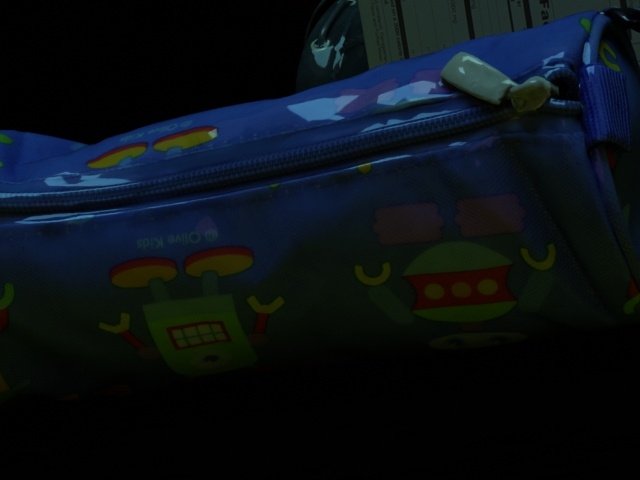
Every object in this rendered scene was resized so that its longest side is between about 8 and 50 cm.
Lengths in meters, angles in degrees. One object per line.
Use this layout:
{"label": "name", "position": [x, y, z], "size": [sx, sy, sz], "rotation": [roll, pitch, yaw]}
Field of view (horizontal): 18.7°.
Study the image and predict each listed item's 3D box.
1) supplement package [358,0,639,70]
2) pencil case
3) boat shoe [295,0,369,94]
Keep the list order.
{"label": "supplement package", "position": [0.182, -0.100, 0.938], "size": [0.199, 0.198, 0.262], "rotation": [-16, 9, -41]}
{"label": "pencil case", "position": [-0.008, -0.009, 0.779], "size": [0.306, 0.119, 0.133], "rotation": [-10, -33, 16]}
{"label": "boat shoe", "position": [0.065, -0.155, 1.669], "size": [0.156, 0.187, 0.500], "rotation": [-4, 13, 7]}
